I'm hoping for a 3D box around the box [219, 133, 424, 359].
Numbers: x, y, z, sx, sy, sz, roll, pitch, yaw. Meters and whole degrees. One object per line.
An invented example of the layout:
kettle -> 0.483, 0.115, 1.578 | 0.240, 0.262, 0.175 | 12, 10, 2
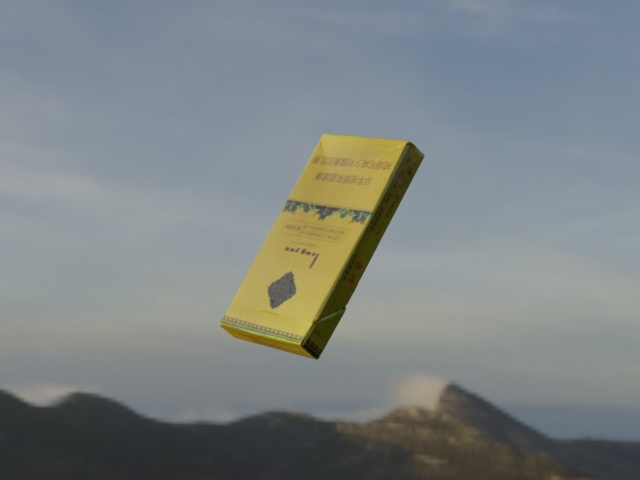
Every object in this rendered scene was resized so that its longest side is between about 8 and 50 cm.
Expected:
box -> 0.000, -0.001, 1.410 | 0.153, 0.279, 0.041 | 10, -23, 47
